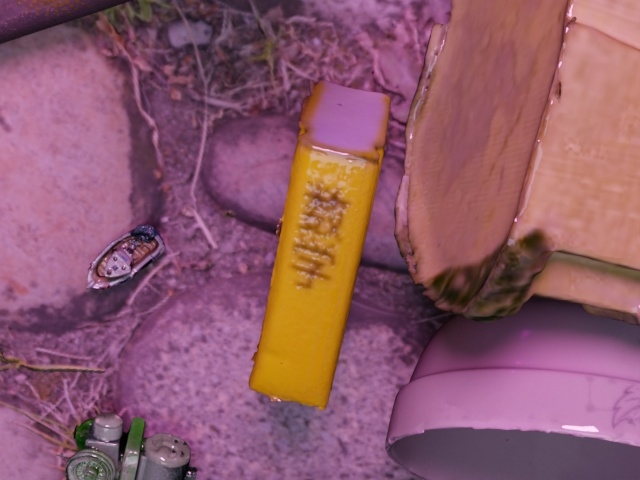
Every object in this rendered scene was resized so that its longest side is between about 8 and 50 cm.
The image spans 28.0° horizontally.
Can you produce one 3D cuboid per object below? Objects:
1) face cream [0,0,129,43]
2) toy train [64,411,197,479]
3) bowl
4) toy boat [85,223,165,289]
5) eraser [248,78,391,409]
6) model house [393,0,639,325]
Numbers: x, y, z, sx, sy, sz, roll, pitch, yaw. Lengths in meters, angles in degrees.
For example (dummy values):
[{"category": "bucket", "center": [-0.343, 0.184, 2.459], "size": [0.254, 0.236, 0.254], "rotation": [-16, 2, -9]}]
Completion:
[{"category": "face cream", "center": [-0.220, -0.196, 0.975], "size": [0.284, 0.073, 0.073], "rotation": [-15, 111, 12]}, {"category": "toy train", "center": [-0.185, 0.271, 1.179], "size": [0.119, 0.085, 0.251], "rotation": [12, 116, -6]}, {"category": "bowl", "center": [0.201, 0.120, 0.999], "size": [0.287, 0.143, 0.287], "rotation": [8, 159, 3]}, {"category": "toy boat", "center": [-0.167, 0.017, 1.085], "size": [0.083, 0.038, 0.038], "rotation": [-36, 106, 18]}, {"category": "eraser", "center": [0.000, 0.000, 0.995], "size": [0.069, 0.158, 0.226], "rotation": [12, 114, 3]}, {"category": "model house", "center": [0.224, -0.088, 0.886], "size": [0.266, 0.261, 0.321], "rotation": [13, 93, -12]}]
